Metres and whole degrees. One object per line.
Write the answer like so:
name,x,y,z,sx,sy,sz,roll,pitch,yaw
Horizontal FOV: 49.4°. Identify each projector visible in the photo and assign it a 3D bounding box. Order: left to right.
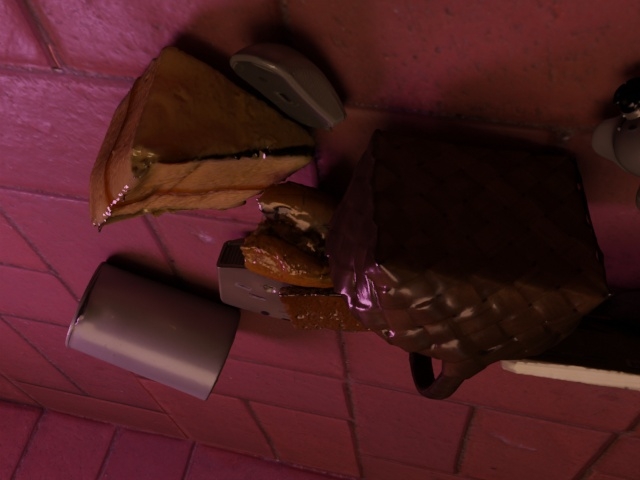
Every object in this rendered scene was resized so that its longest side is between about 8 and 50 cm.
projector,-0.047,0.072,1.250,0.270,0.088,0.193,13,149,3

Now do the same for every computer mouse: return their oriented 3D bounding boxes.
computer mouse,-0.028,-0.189,0.838,0.089,0.056,0.182,20,171,41

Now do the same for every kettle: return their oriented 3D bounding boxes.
kettle,-0.350,0.178,1.502,0.318,0.265,0.205,21,118,-9

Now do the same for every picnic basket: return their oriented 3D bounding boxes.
picnic basket,0.165,0.050,0.902,0.337,0.293,0.337,2,141,1

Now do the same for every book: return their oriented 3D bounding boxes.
book,0.400,0.157,1.032,0.239,0.035,0.352,5,-174,18

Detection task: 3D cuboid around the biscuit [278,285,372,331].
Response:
biscuit,0.054,0.116,1.178,0.237,0.026,0.131,-1,147,15

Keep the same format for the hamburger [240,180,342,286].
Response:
hamburger,0.000,0.000,1.025,0.157,0.144,0.283,9,175,15

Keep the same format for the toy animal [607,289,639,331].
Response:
toy animal,0.466,0.097,1.077,0.253,0.070,0.079,15,142,9

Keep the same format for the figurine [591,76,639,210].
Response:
figurine,0.378,-0.095,0.749,0.192,0.126,0.147,50,148,-21

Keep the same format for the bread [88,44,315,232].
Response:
bread,-0.164,-0.087,0.936,0.236,0.198,0.263,23,157,-25
